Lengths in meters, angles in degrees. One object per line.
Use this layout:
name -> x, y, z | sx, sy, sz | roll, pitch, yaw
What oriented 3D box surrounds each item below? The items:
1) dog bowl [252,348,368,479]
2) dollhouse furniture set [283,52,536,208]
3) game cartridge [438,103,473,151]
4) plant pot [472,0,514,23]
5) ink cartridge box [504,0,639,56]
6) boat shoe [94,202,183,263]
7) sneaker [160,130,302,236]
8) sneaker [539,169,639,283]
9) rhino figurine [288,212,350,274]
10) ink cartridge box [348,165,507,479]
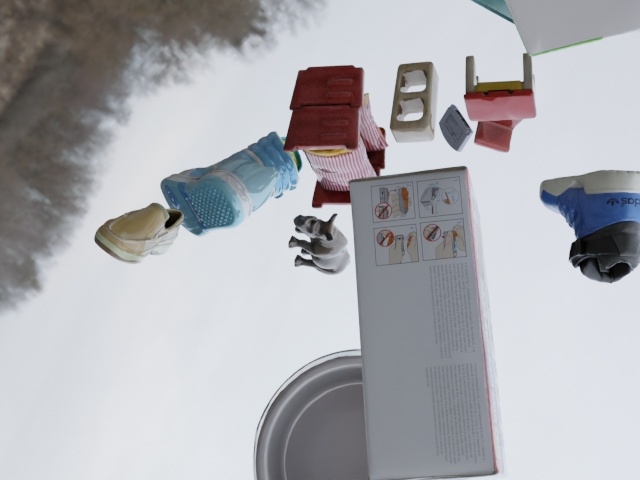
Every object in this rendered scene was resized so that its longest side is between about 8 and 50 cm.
dog bowl -> 0.061, 0.328, 1.511 | 0.348, 0.349, 0.102 | -50, 169, -8
dollhouse furniture set -> 0.149, -0.162, 1.583 | 0.374, 0.201, 0.152 | 0, -116, 17
game cartridge -> 0.250, -0.206, 1.888 | 0.056, 0.017, 0.083 | -56, -137, 34
plant pot -> 0.390, -0.585, 2.077 | 0.235, 0.293, 0.293 | -61, -167, 13
ink cartridge box -> 0.372, -0.345, 1.210 | 0.198, 0.114, 0.273 | -6, -151, 50
boat shoe -> -0.229, -0.020, 1.319 | 0.072, 0.068, 0.190 | -49, 177, 12
sneaker -> -0.148, -0.106, 1.831 | 0.208, 0.127, 0.319 | -35, -160, -25
sneaker -> 0.215, -0.008, 0.817 | 0.152, 0.058, 0.084 | 173, -81, -79
rhino figurine -> 0.000, 0.000, 1.889 | 0.243, 0.106, 0.073 | 75, 29, -67
ink cartridge box -> 0.125, 0.108, 1.122 | 0.130, 0.309, 0.272 | -6, 166, 11
